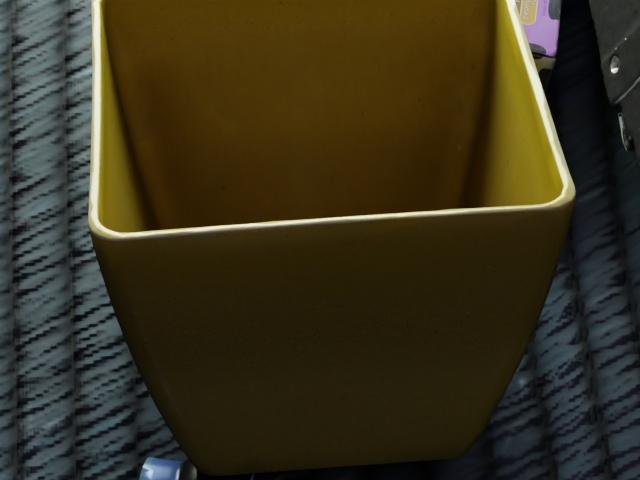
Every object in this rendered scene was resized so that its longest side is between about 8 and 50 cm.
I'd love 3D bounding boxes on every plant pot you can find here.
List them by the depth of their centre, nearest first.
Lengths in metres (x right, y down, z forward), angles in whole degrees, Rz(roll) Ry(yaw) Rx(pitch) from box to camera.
[{"bbox_3d":[0.000,0.000,0.960,0.212,0.187,0.212,-4,38,-3],"label":"plant pot"}]

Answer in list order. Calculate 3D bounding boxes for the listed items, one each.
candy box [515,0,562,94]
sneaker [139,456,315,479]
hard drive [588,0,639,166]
[{"bbox_3d":[0.045,-0.175,1.127,0.196,0.070,0.165,9,66,2],"label":"candy box"},{"bbox_3d":[-0.043,0.210,0.944,0.090,0.081,0.232,-5,64,5],"label":"sneaker"},{"bbox_3d":[0.258,-0.189,1.103,0.237,0.064,0.339,3,64,-21],"label":"hard drive"}]
